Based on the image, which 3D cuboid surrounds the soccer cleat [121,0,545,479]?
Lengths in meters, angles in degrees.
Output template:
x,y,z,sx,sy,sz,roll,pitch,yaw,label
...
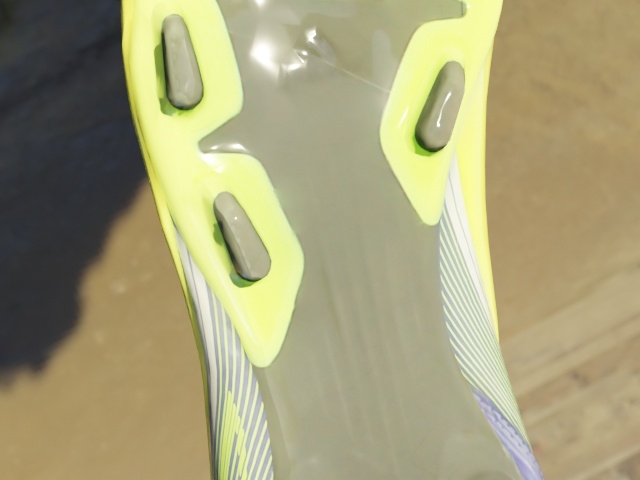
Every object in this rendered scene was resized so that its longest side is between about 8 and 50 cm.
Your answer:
x,y,z,sx,sy,sz,roll,pitch,yaw,label
-0.001,0.001,0.482,0.093,0.289,0.121,-9,-178,-14,soccer cleat
